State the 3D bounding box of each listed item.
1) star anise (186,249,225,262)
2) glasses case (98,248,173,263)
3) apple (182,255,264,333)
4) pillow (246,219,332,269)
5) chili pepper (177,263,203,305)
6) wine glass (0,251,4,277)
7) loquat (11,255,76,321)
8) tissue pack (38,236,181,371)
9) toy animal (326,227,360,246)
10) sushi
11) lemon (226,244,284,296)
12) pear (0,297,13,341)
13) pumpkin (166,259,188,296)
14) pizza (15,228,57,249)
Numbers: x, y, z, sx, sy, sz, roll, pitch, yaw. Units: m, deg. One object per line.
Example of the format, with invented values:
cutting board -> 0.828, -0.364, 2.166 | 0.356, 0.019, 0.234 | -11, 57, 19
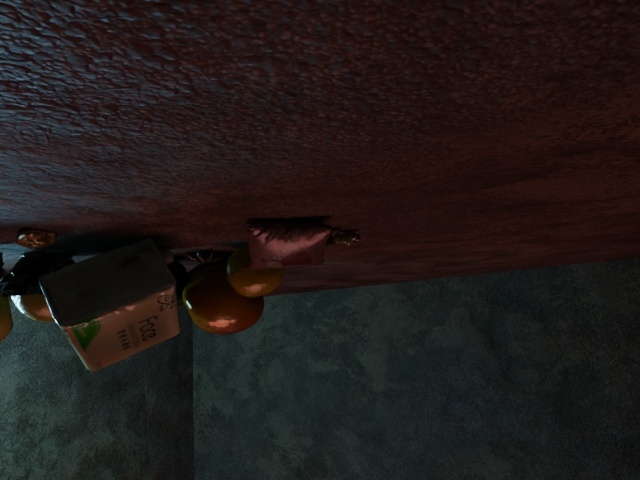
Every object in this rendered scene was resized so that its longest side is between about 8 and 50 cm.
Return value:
star anise -> -0.403, 0.058, 1.858 | 0.141, 0.042, 0.141 | -4, 169, -1
glasses case -> -0.597, 0.057, 1.738 | 0.234, 0.059, 0.092 | -2, 172, -7
apple -> -0.359, 0.208, 1.973 | 0.275, 0.298, 0.299 | -26, 178, -19
pillow -> -0.092, 0.017, 1.476 | 0.236, 0.084, 0.223 | 0, 149, -4
chili pepper -> -0.536, 0.190, 2.125 | 0.253, 0.099, 0.083 | -40, 171, -32
wine glass -> -1.046, 0.075, 1.519 | 0.241, 0.126, 0.126 | 2, 169, -15
loquat -> -0.871, 0.152, 1.744 | 0.244, 0.243, 0.244 | -3, 170, -1
tissue pack -> -0.616, 0.208, 1.633 | 0.332, 0.205, 0.405 | -23, 158, -23
toy animal -> 0.000, 0.000, 1.599 | 0.241, 0.056, 0.099 | -4, 170, 4
sushi -> -0.874, 0.079, 1.608 | 0.192, 0.050, 0.215 | -5, -146, 8
lemon -> -0.211, 0.097, 1.761 | 0.203, 0.178, 0.178 | -16, 169, 3
pear -> -1.415, 0.306, 2.136 | 0.349, 0.348, 0.348 | -3, 170, -1
pumpkin -> -0.603, 0.146, 1.962 | 0.238, 0.159, 0.238 | 1, 173, 0
pizza -> -0.754, -0.001, 1.421 | 0.099, 0.035, 0.160 | 2, 169, -28
